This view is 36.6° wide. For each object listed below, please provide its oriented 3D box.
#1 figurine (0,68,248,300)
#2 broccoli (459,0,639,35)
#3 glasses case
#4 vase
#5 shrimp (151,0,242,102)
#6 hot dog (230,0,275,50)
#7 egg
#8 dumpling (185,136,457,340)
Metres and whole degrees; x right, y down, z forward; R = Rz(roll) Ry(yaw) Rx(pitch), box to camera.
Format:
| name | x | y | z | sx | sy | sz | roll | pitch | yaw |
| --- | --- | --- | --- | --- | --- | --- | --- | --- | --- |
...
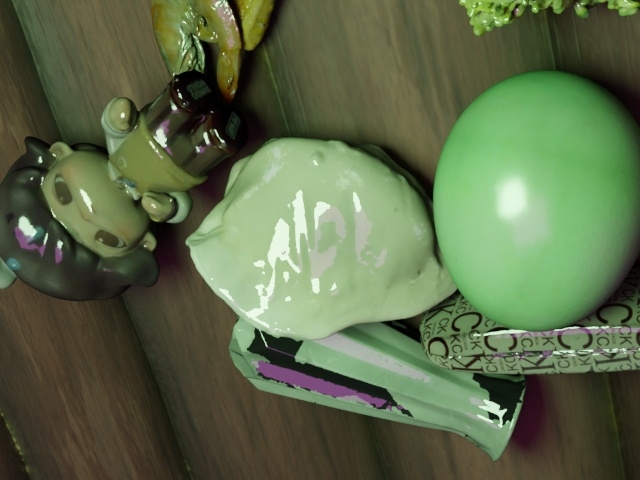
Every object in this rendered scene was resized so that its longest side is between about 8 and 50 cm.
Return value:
| name | x | y | z | sx | sy | sz | roll | pitch | yaw |
| --- | --- | --- | --- | --- | --- | --- | --- | --- | --- |
| figurine | -0.253 | -0.048 | 1.186 | 0.218 | 0.206 | 0.365 | 36 | 139 | -30 |
| broccoli | 0.184 | -0.296 | 0.871 | 0.263 | 0.243 | 0.247 | 31 | 137 | 11 |
| glasses case | 0.286 | 0.090 | 1.098 | 0.355 | 0.137 | 0.085 | -6 | 115 | 24 |
| vase | 0.070 | 0.160 | 1.222 | 0.360 | 0.165 | 0.165 | 21 | 122 | 7 |
| shrimp | -0.138 | -0.221 | 1.151 | 0.133 | 0.053 | 0.236 | 10 | 123 | 29 |
| hot dog | -0.057 | -0.311 | 1.082 | 0.066 | 0.047 | 0.215 | 48 | 132 | 39 |
| egg | 0.227 | -0.039 | 0.998 | 0.220 | 0.220 | 0.269 | 3 | 99 | 21 |
| dumpling | 0.000 | 0.000 | 1.112 | 0.318 | 0.243 | 0.187 | 23 | 145 | 16 |
